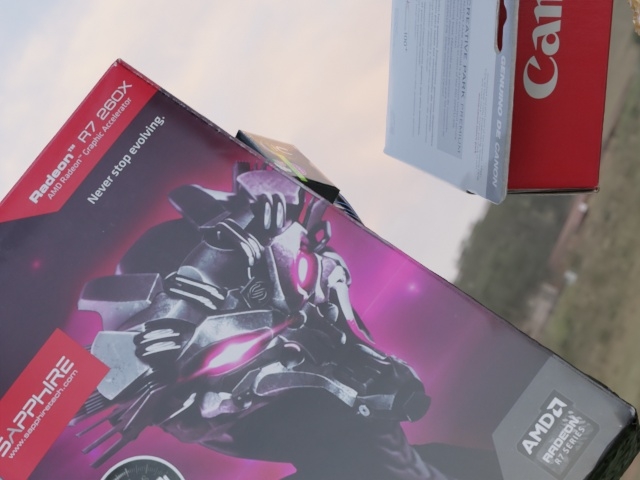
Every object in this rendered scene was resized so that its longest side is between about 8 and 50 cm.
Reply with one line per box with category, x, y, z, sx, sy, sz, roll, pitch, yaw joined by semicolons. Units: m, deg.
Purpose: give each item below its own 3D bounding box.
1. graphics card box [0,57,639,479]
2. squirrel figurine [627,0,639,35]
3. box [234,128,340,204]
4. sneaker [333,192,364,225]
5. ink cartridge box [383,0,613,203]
graphics card box;-0.040;0.090;0.917;0.233;0.371;0.094;-51;-21;-8
squirrel figurine;0.252;-0.012;0.519;0.370;0.397;0.281;-15;-57;-37
box;-0.036;-0.045;1.370;0.062;0.083;0.052;13;-69;-40
sneaker;0.000;0.000;1.419;0.081;0.232;0.090;-50;-25;2
ink cartridge box;0.163;-0.200;1.412;0.272;0.130;0.309;-143;53;-67
